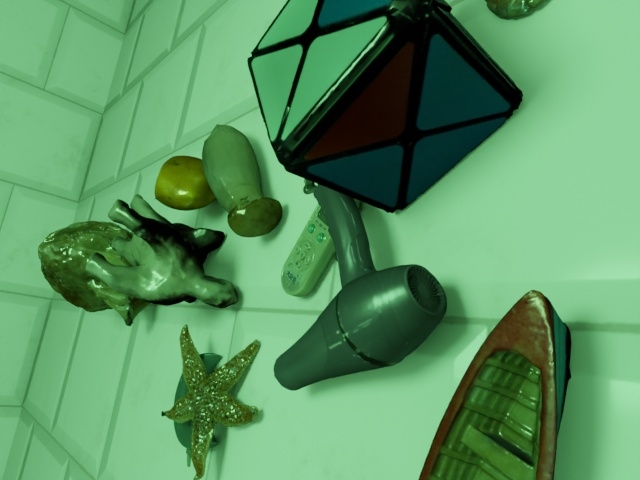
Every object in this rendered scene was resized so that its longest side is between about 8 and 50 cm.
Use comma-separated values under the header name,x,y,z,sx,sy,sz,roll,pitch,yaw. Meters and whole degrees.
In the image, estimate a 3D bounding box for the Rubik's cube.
name,x,y,z,sx,sy,sz,roll,pitch,yaw
Rubik's cube,0.075,-0.223,0.636,0.246,0.248,0.250,-42,48,30

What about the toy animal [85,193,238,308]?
name,x,y,z,sx,sy,sz,roll,pitch,yaw
toy animal,-0.326,0.041,1.036,0.194,0.302,0.344,-60,16,5

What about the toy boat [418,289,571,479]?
name,x,y,z,sx,sy,sz,roll,pitch,yaw
toy boat,0.172,0.243,0.464,0.136,0.079,0.392,19,91,53

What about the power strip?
name,x,y,z,sx,sy,sz,roll,pitch,yaw
power strip,-0.255,0.346,0.950,0.137,0.044,0.216,-26,55,40

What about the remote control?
name,x,y,z,sx,sy,sz,roll,pitch,yaw
remote control,0.000,0.000,0.796,0.221,0.042,0.078,-60,39,12

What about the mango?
name,x,y,z,sx,sy,sz,roll,pitch,yaw
mango,-0.323,-0.137,1.130,0.252,0.153,0.126,-134,51,-65

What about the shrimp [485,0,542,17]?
name,x,y,z,sx,sy,sz,roll,pitch,yaw
shrimp,0.255,-0.377,0.652,0.101,0.042,0.190,-61,40,24

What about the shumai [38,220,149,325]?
name,x,y,z,sx,sy,sz,roll,pitch,yaw
shumai,-0.582,0.105,1.242,0.267,0.314,0.262,-55,44,0

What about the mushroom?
name,x,y,z,sx,sy,sz,roll,pitch,yaw
mushroom,-0.184,-0.138,1.006,0.128,0.128,0.350,-52,46,22

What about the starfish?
name,x,y,z,sx,sy,sz,roll,pitch,yaw
starfish,-0.203,0.281,0.886,0.231,0.048,0.295,-27,56,15

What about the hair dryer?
name,x,y,z,sx,sy,sz,roll,pitch,yaw
hair dryer,0.016,0.030,0.698,0.301,0.121,0.361,-40,51,40
